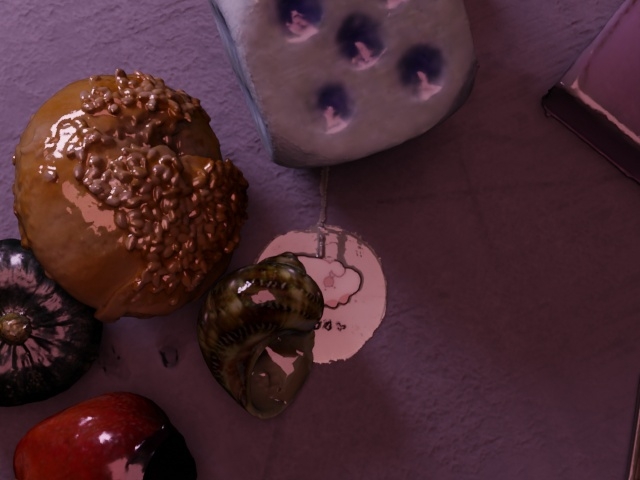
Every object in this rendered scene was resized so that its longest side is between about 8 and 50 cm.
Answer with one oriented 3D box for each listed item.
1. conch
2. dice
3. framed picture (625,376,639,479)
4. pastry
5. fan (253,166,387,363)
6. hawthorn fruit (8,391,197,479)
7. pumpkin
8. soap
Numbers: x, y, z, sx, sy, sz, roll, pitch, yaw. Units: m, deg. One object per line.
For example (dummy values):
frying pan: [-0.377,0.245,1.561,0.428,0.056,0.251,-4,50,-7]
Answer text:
conch: [-0.069,0.107,1.126,0.181,0.187,0.124,-43,45,-10]
dice: [0.016,-0.257,1.088,0.262,0.268,0.265,-21,113,-2]
framed picture: [0.531,0.292,1.171,0.259,0.023,0.189,12,79,0]
pastry: [-0.216,-0.065,1.081,0.284,0.184,0.316,5,65,-39]
fan: [0.000,0.000,1.210,0.190,0.009,0.329,5,80,-1]
hawthorn fruit: [-0.271,0.283,1.067,0.251,0.189,0.190,-15,80,9]
pumpkin: [-0.374,0.103,1.102,0.211,0.152,0.212,0,86,-1]
soap: [0.501,-0.209,1.222,0.296,0.107,0.285,41,80,6]
